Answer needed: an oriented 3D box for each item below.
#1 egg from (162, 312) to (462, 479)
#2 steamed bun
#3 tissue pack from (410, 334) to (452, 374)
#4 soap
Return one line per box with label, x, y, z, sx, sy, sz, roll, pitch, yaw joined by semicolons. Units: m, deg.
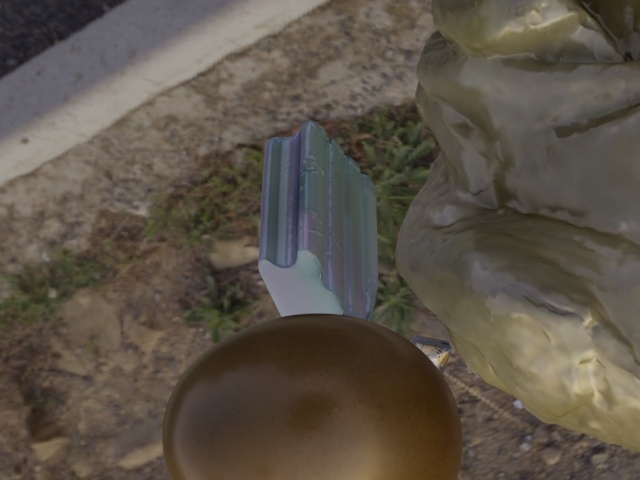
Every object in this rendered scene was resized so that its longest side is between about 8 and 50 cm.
egg;-0.006;0.196;1.039;0.250;0.322;0.250;-21;62;46
steamed bun;0.177;-0.084;0.549;0.372;0.230;0.325;-52;28;-7
tissue pack;0.156;0.188;1.561;0.035;0.063;0.083;-122;45;-65
soap;0.000;0.000;1.681;0.115;0.208;0.347;-24;45;27
